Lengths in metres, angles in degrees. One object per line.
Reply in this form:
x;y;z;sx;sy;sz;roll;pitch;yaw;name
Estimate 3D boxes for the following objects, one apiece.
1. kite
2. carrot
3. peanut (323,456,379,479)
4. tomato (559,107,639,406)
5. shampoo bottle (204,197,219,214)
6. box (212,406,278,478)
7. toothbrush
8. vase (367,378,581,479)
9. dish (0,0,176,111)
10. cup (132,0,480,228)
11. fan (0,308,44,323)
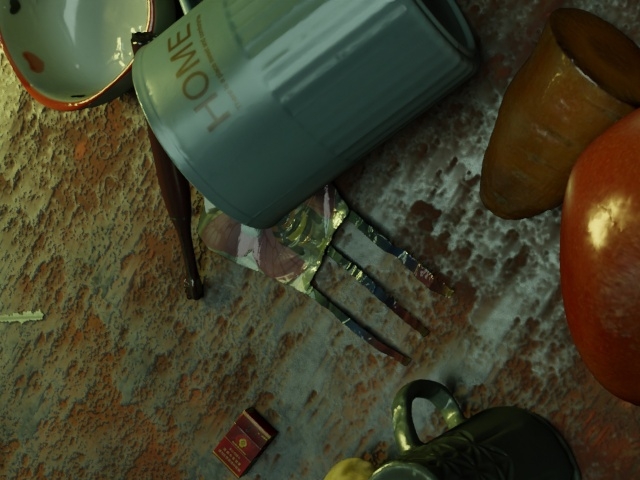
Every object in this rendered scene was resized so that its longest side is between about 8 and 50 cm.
-0.002;0.000;1.407;0.360;0.022;0.204;36;110;19;kite
0.257;-0.115;1.219;0.159;0.159;0.225;42;124;16;carrot
0.112;0.389;1.332;0.147;0.147;0.306;-38;78;24;peanut
0.391;0.010;1.081;0.341;0.273;0.342;-2;133;-2;tomato
-0.134;-0.107;1.446;0.049;0.034;0.141;-12;84;34;shampoo bottle
-0.099;0.267;1.480;0.051;0.023;0.082;42;111;14;box
-0.187;-0.085;1.417;0.040;0.041;0.364;5;119;25;toothbrush
0.151;0.261;1.221;0.156;0.300;0.251;-43;68;22;vase
-0.293;-0.295;1.458;0.256;0.117;0.256;2;96;25;dish
-0.011;-0.223;1.285;0.311;0.331;0.257;-34;122;21;cup
-0.546;0.119;1.682;0.329;0.009;0.191;-2;94;26;fan
